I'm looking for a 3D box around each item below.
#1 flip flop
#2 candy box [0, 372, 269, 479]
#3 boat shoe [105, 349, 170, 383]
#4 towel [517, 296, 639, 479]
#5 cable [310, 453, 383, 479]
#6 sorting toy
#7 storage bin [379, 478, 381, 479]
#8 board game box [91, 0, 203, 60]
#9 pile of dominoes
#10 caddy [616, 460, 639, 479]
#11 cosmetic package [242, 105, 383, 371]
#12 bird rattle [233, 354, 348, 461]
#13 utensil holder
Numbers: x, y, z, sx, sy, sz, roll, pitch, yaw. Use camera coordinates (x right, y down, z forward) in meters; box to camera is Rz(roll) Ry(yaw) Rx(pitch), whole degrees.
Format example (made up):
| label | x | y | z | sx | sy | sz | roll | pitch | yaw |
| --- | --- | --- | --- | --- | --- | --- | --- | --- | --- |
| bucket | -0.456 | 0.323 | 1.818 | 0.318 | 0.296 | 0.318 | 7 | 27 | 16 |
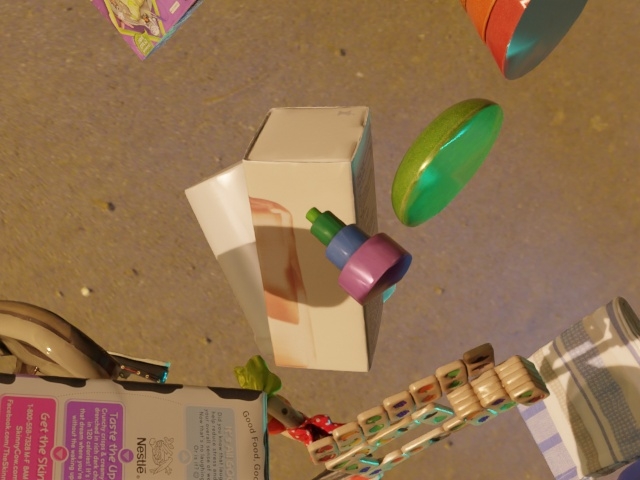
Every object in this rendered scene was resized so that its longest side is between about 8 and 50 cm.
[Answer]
| label | x | y | z | sx | sy | sz | roll | pitch | yaw |
| --- | --- | --- | --- | --- | --- | --- | --- | --- | --- |
| flip flop | -0.269 | 0.096 | 0.686 | 0.112 | 0.277 | 0.080 | 45 | 60 | -43 |
| candy box | -0.144 | 0.122 | 0.410 | 0.196 | 0.165 | 0.070 | 8 | 60 | -26 |
| boat shoe | -0.305 | 0.198 | 1.336 | 0.133 | 0.049 | 0.042 | 15 | 82 | -13 |
| towel | 0.394 | 0.231 | 1.232 | 0.034 | 0.285 | 0.209 | -10 | 65 | -34 |
| cable | 0.008 | 0.495 | 1.671 | 0.287 | 0.139 | 0.072 | -30 | 78 | -6 |
| sorting toy | 0.082 | -0.115 | 0.719 | 0.127 | 0.126 | 0.366 | -20 | 146 | -53 |
| storage bin | 0.081 | 0.574 | 1.773 | 0.122 | 0.084 | 0.180 | -38 | 161 | 11 |
| board game box | -0.208 | -0.342 | 0.943 | 0.056 | 0.347 | 0.208 | -42 | 103 | -25 |
| pile of dominoes | 0.116 | 0.200 | 0.897 | 0.251 | 0.040 | 0.196 | -34 | 148 | 18 |
| caddy | 0.554 | 0.423 | 1.203 | 0.241 | 0.341 | 0.179 | 26 | 48 | -2 |
| cosmetic package | 0.000 | 0.000 | 1.040 | 0.129 | 0.153 | 0.296 | 2 | 121 | 12 |
| bird rattle | -0.076 | 0.338 | 1.673 | 0.253 | 0.207 | 0.143 | 28 | 73 | -9 |
| utensil holder | -0.068 | -0.004 | 1.807 | 0.327 | 0.327 | 0.385 | -29 | 98 | -22 |
